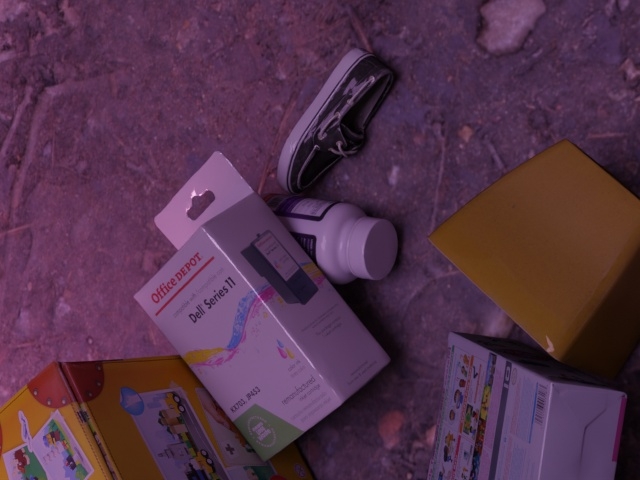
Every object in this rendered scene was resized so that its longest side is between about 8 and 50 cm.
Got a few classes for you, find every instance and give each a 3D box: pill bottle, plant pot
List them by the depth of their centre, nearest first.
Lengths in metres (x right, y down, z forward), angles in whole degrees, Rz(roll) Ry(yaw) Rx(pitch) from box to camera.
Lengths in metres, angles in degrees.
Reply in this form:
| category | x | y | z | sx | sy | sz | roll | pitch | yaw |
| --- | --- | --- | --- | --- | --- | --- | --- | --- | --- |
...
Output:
| category | x | y | z | sx | sy | sz | roll | pitch | yaw |
| --- | --- | --- | --- | --- | --- | --- | --- | --- | --- |
| plant pot | 0.289 | 0.011 | 1.694 | 0.187 | 0.212 | 0.212 | -50 | 61 | 10 |
| pill bottle | 0.000 | 0.000 | 1.951 | 0.193 | 0.108 | 0.108 | 9 | 94 | 36 |

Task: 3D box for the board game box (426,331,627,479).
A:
| category | x | y | z | sx | sy | sz | roll | pitch | yaw |
| --- | --- | --- | --- | --- | --- | --- | --- | --- | --- |
| board game box | 0.223 | 0.241 | 1.692 | 0.303 | 0.097 | 0.224 | -155 | 73 | -71 |

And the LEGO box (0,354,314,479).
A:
| category | x | y | z | sx | sy | sz | roll | pitch | yaw |
| --- | --- | --- | --- | --- | --- | --- | --- | --- | --- |
| LEGO box | -0.158 | 0.400 | 1.894 | 0.193 | 0.372 | 0.500 | -41 | 66 | 28 |

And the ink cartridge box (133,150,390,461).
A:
| category | x | y | z | sx | sy | sz | roll | pitch | yaw |
| --- | --- | --- | --- | --- | --- | --- | --- | --- | --- |
| ink cartridge box | -0.101 | 0.085 | 1.921 | 0.353 | 0.119 | 0.207 | 51 | 136 | 4 |

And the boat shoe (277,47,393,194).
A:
| category | x | y | z | sx | sy | sz | roll | pitch | yaw |
| --- | --- | --- | --- | --- | --- | --- | --- | --- | --- |
| boat shoe | 0.019 | -0.145 | 1.960 | 0.070 | 0.077 | 0.219 | 41 | 110 | 31 |
